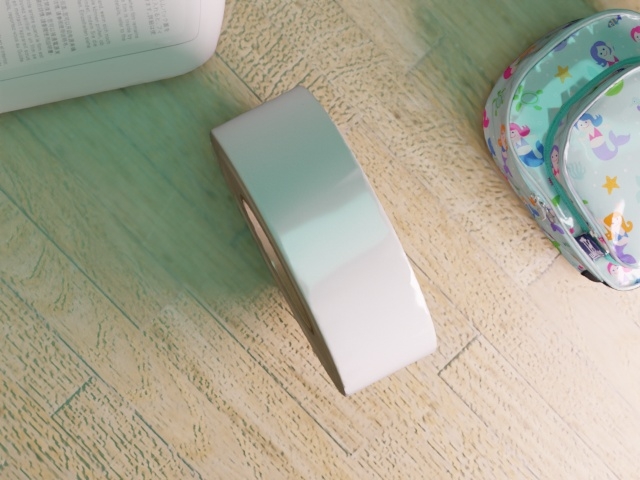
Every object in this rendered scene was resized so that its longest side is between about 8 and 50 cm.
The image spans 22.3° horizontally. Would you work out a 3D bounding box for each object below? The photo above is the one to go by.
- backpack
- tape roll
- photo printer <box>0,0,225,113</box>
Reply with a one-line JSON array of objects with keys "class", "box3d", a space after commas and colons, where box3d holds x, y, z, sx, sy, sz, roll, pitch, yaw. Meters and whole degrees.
[{"class": "backpack", "box3d": [0.295, -0.098, 1.617, 0.225, 0.191, 0.253, -38, 93, -3]}, {"class": "tape roll", "box3d": [0.000, 0.000, 1.526, 0.100, 0.286, 0.286, -28, 97, -5]}, {"class": "photo printer", "box3d": [-0.242, -0.252, 1.512, 0.307, 0.107, 0.256, -13, 132, -7]}]
